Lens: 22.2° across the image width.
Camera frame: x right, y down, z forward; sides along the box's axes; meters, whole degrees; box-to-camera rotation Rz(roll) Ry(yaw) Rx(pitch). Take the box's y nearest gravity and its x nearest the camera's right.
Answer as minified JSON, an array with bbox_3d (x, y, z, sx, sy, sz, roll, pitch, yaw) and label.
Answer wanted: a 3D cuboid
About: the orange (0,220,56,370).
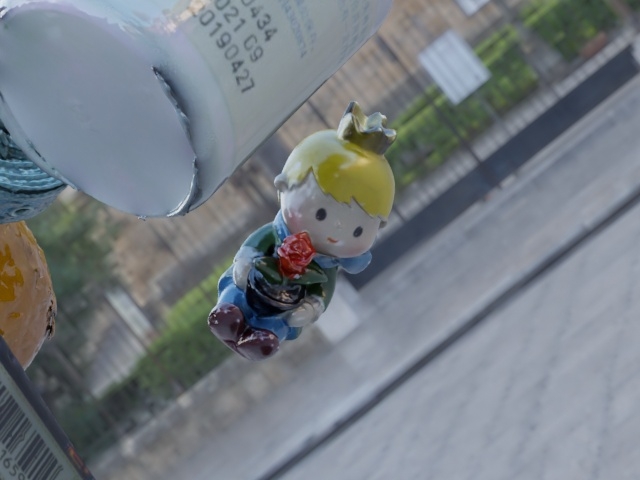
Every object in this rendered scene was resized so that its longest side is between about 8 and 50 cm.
[{"bbox_3d":[-0.454,0.038,1.726,0.293,0.341,0.340,-34,0,-17],"label":"orange"}]

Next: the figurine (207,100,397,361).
[{"bbox_3d":[-0.012,-0.008,1.536,0.234,0.127,0.185,-48,-1,32],"label":"figurine"}]

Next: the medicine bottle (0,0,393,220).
[{"bbox_3d":[-0.068,-0.201,1.294,0.379,0.213,0.213,-47,6,-36],"label":"medicine bottle"}]

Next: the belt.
[{"bbox_3d":[-0.297,-0.093,1.471,0.163,0.148,0.082,-5,-22,-32],"label":"belt"}]

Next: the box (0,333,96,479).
[{"bbox_3d":[-0.235,0.200,1.078,0.198,0.310,0.084,-16,26,30],"label":"box"}]
